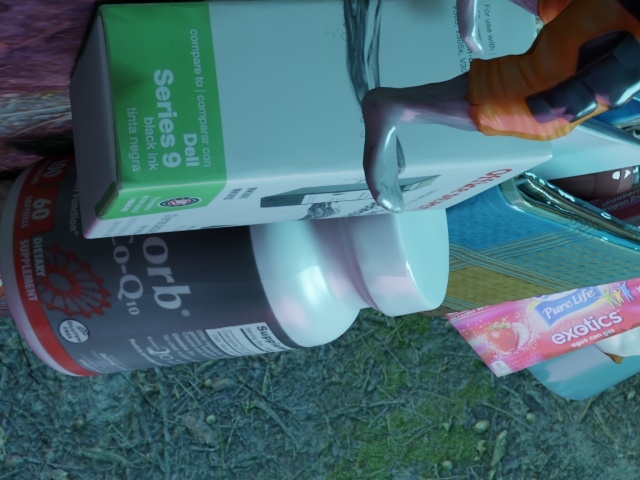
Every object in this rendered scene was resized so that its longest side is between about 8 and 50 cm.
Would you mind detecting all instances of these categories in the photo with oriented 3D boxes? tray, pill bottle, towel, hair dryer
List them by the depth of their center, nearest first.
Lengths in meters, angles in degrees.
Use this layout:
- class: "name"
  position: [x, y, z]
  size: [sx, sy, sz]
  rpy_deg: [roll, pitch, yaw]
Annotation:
- class: "pill bottle"
  position: [-0.082, -0.001, 1.154]
  size: [0.362, 0.210, 0.210]
  rpy_deg: [-10, 173, 19]
- class: "tray"
  position: [0.203, -0.087, 1.159]
  size: [0.145, 0.030, 0.270]
  rpy_deg: [-8, 174, 30]
- class: "towel"
  position: [0.151, 0.013, 1.360]
  size: [0.271, 0.040, 0.370]
  rpy_deg: [19, 158, -36]
- class: "hair dryer"
  position: [0.274, -0.074, 1.429]
  size: [0.293, 0.080, 0.223]
  rpy_deg: [0, 173, -32]

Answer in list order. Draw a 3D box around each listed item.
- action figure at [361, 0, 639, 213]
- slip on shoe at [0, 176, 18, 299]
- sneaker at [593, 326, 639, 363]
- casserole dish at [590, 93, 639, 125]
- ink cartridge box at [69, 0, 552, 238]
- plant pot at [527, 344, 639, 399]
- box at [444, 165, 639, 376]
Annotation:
- class: "action figure"
  position: [0.162, -0.116, 0.606]
  size: [0.330, 0.179, 0.341]
  rpy_deg: [-17, -166, 33]
- class: "slip on shoe"
  position: [-0.341, 0.007, 1.405]
  size: [0.101, 0.123, 0.331]
  rpy_deg: [-7, 170, -33]
- class: "sneaker"
  position: [0.470, 0.079, 1.634]
  size: [0.290, 0.123, 0.106]
  rpy_deg: [-24, -151, 39]
- class: "casserole dish"
  position: [0.216, -0.126, 1.117]
  size: [0.114, 0.037, 0.188]
  rpy_deg: [-11, 173, 32]
- class: "ink cartridge box"
  position: [-0.015, -0.083, 0.891]
  size: [0.289, 0.122, 0.211]
  rpy_deg: [-5, 174, -16]
- class: "plant pot"
  position: [0.417, 0.052, 1.840]
  size: [0.293, 0.293, 0.235]
  rpy_deg: [1, 157, -47]
- class: "box"
  position: [0.315, 0.031, 1.621]
  size: [0.300, 0.154, 0.142]
  rpy_deg: [-25, 120, 32]
